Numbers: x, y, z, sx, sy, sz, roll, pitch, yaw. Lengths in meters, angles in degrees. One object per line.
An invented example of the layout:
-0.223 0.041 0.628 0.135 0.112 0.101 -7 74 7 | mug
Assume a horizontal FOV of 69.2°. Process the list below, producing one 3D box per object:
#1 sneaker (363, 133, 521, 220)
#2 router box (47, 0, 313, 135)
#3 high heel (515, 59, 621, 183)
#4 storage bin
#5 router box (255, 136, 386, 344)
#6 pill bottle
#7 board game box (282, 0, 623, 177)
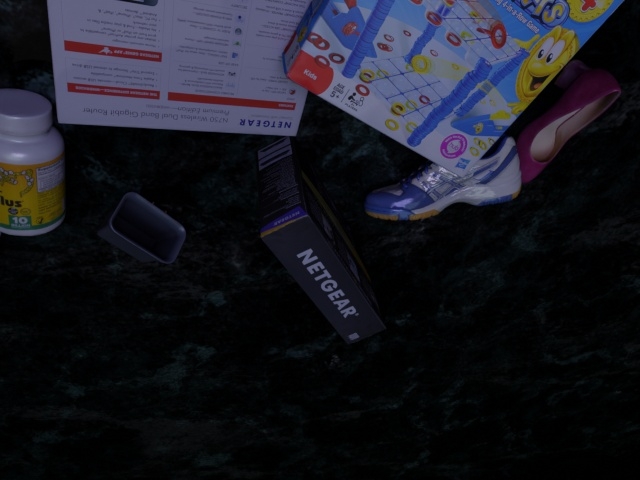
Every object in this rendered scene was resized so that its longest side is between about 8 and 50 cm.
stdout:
0.220 -0.124 0.866 0.296 0.112 0.131 -13 114 -1 | sneaker
-0.161 -0.293 0.594 0.335 0.082 0.301 -3 132 -27 | router box
0.429 -0.185 0.823 0.082 0.117 0.244 8 128 -17 | high heel
-0.334 -0.019 0.855 0.091 0.098 0.135 -13 139 39 | storage bin
0.000 0.000 0.823 0.081 0.243 0.309 -25 129 11 | router box
-0.462 -0.119 0.718 0.118 0.117 0.208 10 128 -18 | pill bottle
0.158 -0.273 0.582 0.308 0.086 0.302 23 124 -23 | board game box
